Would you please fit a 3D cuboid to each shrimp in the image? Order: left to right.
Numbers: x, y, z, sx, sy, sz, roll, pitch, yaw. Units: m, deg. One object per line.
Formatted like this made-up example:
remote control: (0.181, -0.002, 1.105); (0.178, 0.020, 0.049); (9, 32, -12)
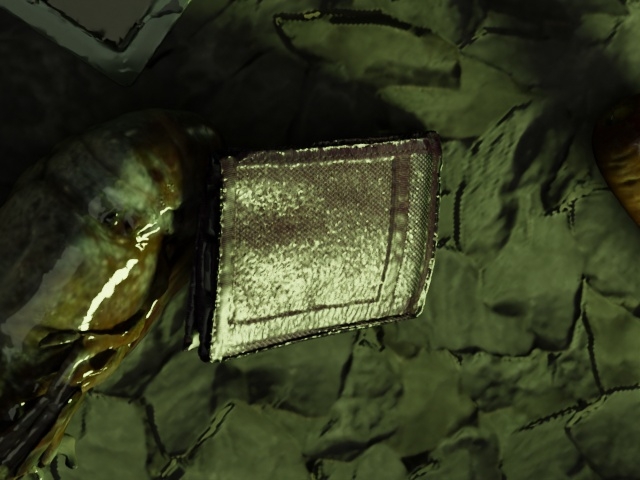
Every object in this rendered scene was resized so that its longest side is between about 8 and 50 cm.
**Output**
shrimp: (-0.170, 0.067, 0.991); (0.116, 0.145, 0.343); (42, 92, 7)

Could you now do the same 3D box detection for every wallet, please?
wallet: (0.001, 0.000, 1.006); (0.166, 0.030, 0.111); (-10, 115, -44)

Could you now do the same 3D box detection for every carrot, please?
carrot: (0.227, 0.018, 1.081); (0.059, 0.059, 0.248); (-34, 112, 2)

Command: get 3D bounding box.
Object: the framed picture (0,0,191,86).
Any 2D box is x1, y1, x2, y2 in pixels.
framed picture: (-0.148, -0.234, 0.955); (0.273, 0.016, 0.216); (34, 99, -18)
